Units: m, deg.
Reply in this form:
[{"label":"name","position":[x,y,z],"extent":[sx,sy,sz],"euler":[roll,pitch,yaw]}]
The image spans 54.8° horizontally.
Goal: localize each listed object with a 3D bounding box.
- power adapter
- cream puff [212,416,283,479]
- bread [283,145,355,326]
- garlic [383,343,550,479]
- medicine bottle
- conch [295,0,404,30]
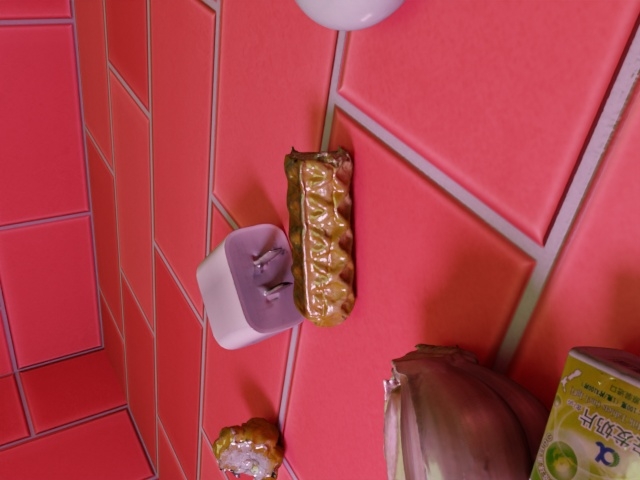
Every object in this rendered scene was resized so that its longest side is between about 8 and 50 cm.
[{"label":"power adapter","position":[-0.116,0.079,1.086],"extent":[0.255,0.124,0.187],"euler":[-34,73,60]},{"label":"cream puff","position":[-0.146,0.425,1.280],"extent":[0.156,0.156,0.121],"euler":[27,93,54]},{"label":"bread","position":[0.001,0.000,0.889],"extent":[0.087,0.098,0.269],"euler":[-62,-29,-68]},{"label":"garlic","position":[0.130,0.236,0.634],"extent":[0.237,0.210,0.292],"euler":[-34,58,46]},{"label":"medicine bottle","position":[0.244,0.194,0.489],"extent":[0.132,0.088,0.188],"euler":[23,101,54]},{"label":"conch","position":[0.028,-0.340,0.697],"extent":[0.185,0.121,0.221],"euler":[-57,41,14]}]
